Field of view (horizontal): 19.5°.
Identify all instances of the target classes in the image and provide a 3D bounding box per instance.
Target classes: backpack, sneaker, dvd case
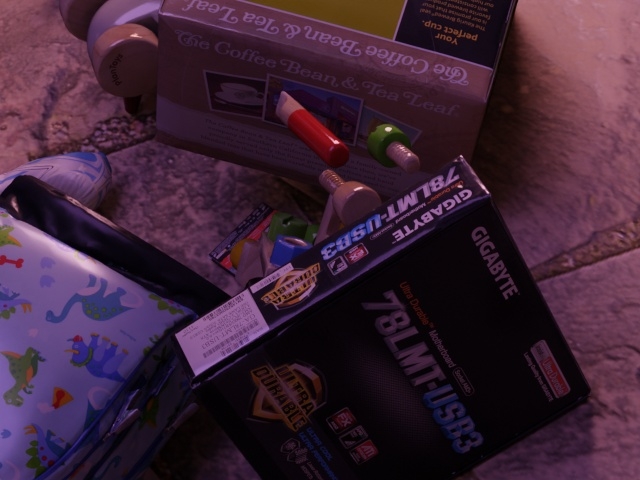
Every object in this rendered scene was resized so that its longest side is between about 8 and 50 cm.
[{"bbox_3d":[-0.275,0.141,1.766,0.290,0.273,0.355,31,82,10],"label":"backpack"},{"bbox_3d":[-0.343,-0.047,2.144,0.237,0.085,0.086,-12,22,24],"label":"sneaker"},{"bbox_3d":[-0.054,0.014,1.969,0.087,0.013,0.119,-45,45,-12],"label":"dvd case"}]

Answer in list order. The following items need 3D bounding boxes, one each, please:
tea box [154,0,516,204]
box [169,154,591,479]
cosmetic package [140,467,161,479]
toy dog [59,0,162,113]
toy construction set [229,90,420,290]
[{"bbox_3d":[0.031,-0.239,1.907,0.329,0.220,0.323,16,56,4],"label":"tea box"},{"bbox_3d":[0.060,0.109,1.623,0.293,0.295,0.073,-30,44,1],"label":"box"},{"bbox_3d":[-0.192,0.278,1.796,0.060,0.041,0.115,-10,48,22],"label":"cosmetic package"},{"bbox_3d":[-0.135,-0.240,2.169,0.333,0.161,0.220,-5,46,6],"label":"toy dog"},{"bbox_3d":[0.000,0.000,1.761,0.257,0.309,0.237,-17,31,-18],"label":"toy construction set"}]
